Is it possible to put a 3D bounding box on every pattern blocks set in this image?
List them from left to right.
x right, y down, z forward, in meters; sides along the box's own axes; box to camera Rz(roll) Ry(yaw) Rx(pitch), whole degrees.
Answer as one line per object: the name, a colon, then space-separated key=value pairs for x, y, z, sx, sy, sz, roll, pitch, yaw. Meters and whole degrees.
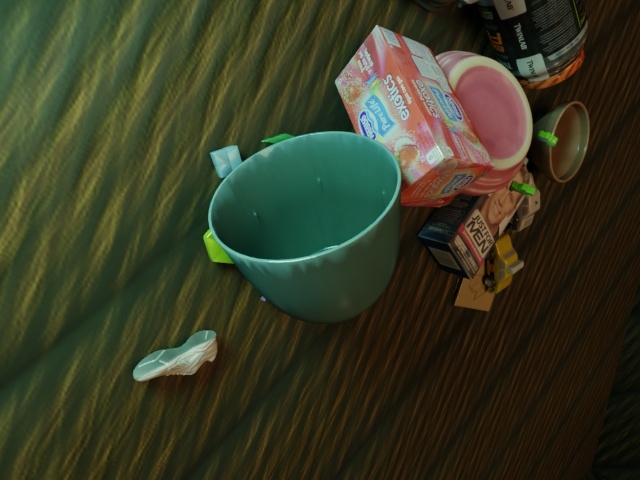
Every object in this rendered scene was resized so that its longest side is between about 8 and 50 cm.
pattern blocks set: x=-0.089 y=-0.036 z=0.819 sx=0.285 sy=0.026 sz=0.325 roll=-17 pitch=113 yaw=-33

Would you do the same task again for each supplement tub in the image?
supplement tub: x=0.499 y=-0.543 z=1.004 sx=0.338 sy=0.207 sz=0.207 roll=44 pitch=76 yaw=-36

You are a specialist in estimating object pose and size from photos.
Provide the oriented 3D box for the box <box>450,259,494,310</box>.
box: x=0.487 y=0.131 z=1.311 sx=0.201 sy=0.021 sz=0.164 roll=14 pitch=94 yaw=-38

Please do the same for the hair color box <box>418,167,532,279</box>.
hair color box: x=0.427 y=-0.087 z=1.148 sx=0.347 sy=0.105 sz=0.174 roll=-54 pitch=128 yaw=-13

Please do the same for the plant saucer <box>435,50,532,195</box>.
plant saucer: x=0.347 y=-0.267 z=0.933 sx=0.332 sy=0.084 sz=0.332 roll=4 pitch=81 yaw=-25

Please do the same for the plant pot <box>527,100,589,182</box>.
plant pot: x=0.713 y=-0.301 z=1.300 sx=0.237 sy=0.110 sz=0.237 roll=-11 pitch=109 yaw=-35

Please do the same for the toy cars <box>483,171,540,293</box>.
toy cars: x=0.598 y=-0.022 z=1.293 sx=0.176 sy=0.087 sz=0.393 roll=28 pitch=81 yaw=-39

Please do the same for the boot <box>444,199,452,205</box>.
boot: x=0.221 y=-0.130 z=0.986 sx=0.305 sy=0.112 sz=0.115 roll=-2 pitch=128 yaw=-31

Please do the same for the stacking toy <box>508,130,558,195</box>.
stacking toy: x=0.453 y=-0.212 z=1.065 sx=0.167 sy=0.221 sz=0.052 roll=-60 pitch=151 yaw=-10

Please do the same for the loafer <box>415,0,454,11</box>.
loafer: x=0.198 y=-0.541 z=0.851 sx=0.251 sy=0.087 sz=0.094 roll=-3 pitch=105 yaw=-37

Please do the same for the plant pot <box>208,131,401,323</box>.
plant pot: x=0.000 y=0.000 z=0.709 sx=0.293 sy=0.293 sz=0.235 roll=-41 pitch=138 yaw=-21

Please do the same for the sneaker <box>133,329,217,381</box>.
sneaker: x=-0.251 y=0.218 z=0.754 sx=0.152 sy=0.054 sz=0.061 roll=-20 pitch=117 yaw=-32

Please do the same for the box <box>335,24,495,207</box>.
box: x=0.166 y=-0.222 z=0.786 sx=0.154 sy=0.142 sz=0.300 roll=-2 pitch=63 yaw=-37

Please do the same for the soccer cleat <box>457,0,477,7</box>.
soccer cleat: x=0.309 y=-0.603 z=0.817 sx=0.116 sy=0.143 sz=0.331 roll=20 pitch=63 yaw=-36
